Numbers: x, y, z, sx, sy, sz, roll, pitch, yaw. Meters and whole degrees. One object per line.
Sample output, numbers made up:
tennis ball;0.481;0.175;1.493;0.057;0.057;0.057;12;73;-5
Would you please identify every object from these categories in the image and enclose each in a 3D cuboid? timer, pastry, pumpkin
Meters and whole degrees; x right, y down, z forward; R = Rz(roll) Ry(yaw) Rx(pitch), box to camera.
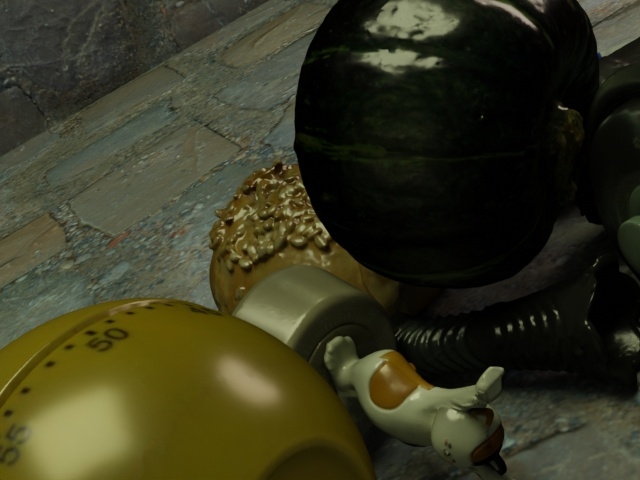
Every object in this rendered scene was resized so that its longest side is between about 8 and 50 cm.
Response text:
timer;-0.155;0.213;0.785;0.387;0.376;0.376;0;37;39
pastry;0.000;0.000;1.215;0.284;0.184;0.316;-41;27;-24
pumpkin;0.121;-0.116;0.983;0.241;0.323;0.323;8;41;32
timer;0.056;0.131;0.897;0.266;0.175;0.175;15;48;45

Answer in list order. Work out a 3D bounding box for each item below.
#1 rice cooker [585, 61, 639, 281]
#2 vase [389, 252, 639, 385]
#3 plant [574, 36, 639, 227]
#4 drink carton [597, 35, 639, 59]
rice cooker;0.369;-0.062;0.866;0.317;0.264;0.316;-31;2;1
vase;0.169;0.090;0.976;0.237;0.115;0.115;-15;28;38
plant;0.349;-0.125;1.086;0.256;0.164;0.142;-49;43;-6
drink carton;0.481;-0.209;1.205;0.315;0.106;0.130;-21;27;16
